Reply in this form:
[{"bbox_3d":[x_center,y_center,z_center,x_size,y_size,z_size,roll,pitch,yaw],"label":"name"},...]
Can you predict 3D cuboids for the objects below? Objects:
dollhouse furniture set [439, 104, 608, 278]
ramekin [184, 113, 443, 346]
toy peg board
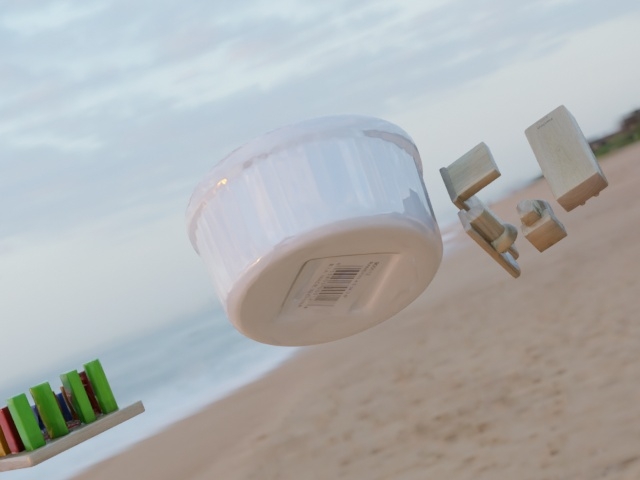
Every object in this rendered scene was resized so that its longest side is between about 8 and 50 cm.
[{"bbox_3d":[0.235,-0.040,1.518,0.151,0.123,0.144,-36,40,18],"label":"dollhouse furniture set"},{"bbox_3d":[0.000,0.000,1.594,0.277,0.135,0.277,-14,-32,-9],"label":"ramekin"},{"bbox_3d":[-0.319,0.201,1.682,0.161,0.079,0.161,-23,4,-40],"label":"toy peg board"}]
